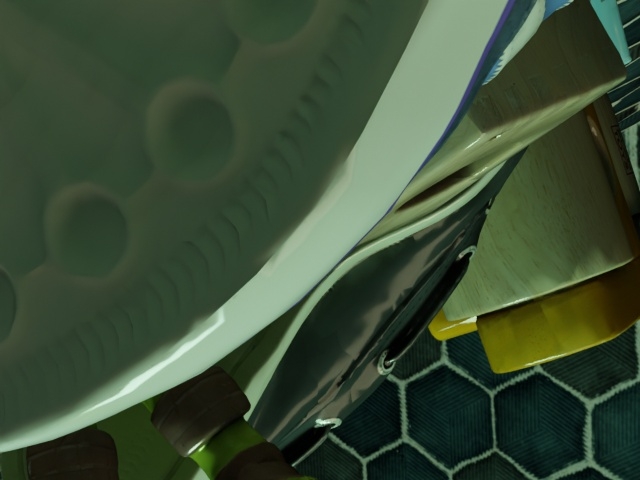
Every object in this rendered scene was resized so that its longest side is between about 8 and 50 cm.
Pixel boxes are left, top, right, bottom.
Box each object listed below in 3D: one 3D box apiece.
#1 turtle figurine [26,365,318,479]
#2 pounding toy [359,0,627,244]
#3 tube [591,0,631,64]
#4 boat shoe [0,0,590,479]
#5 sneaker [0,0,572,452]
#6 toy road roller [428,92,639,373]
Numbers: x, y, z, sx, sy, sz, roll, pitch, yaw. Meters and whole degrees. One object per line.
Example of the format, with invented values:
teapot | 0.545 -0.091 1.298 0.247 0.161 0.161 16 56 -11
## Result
turtle figurine | -0.104 0.038 0.646 0.269 0.217 0.087 -16 153 -25
pounding toy | 0.047 -0.066 0.584 0.094 0.181 0.206 -23 172 -40
tube | 0.041 -0.088 0.803 0.207 0.080 0.052 -17 -143 4
boat shoe | 0.003 0.003 0.752 0.340 0.127 0.113 -56 156 -7
sneaker | 0.029 -0.082 0.434 0.323 0.130 0.236 -49 165 22
toy road roller | 0.082 -0.020 1.102 0.240 0.203 0.329 -19 179 18
